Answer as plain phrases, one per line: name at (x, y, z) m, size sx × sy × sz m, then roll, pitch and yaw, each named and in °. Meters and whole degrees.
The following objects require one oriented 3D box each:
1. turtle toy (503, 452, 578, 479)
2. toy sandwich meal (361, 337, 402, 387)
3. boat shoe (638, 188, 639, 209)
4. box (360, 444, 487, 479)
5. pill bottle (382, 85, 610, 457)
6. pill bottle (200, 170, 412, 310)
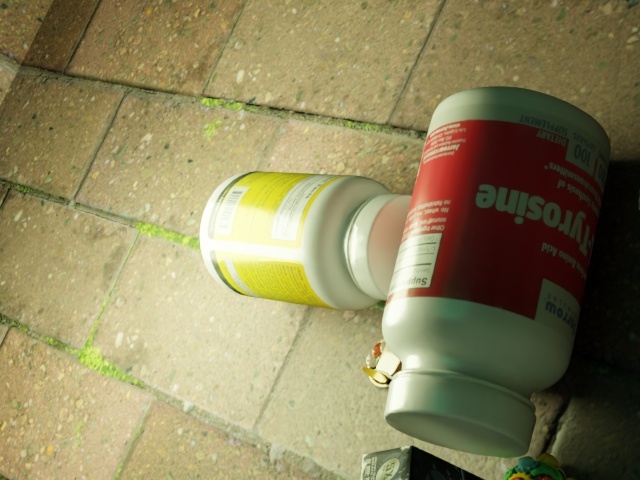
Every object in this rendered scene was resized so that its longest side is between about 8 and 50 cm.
turtle toy at (0.250, 0.300, 1.573) m, size 0.095 × 0.066 × 0.130 m, roll -53°, pitch 40°, yaw 6°
toy sandwich meal at (0.090, 0.160, 1.852) m, size 0.085 × 0.029 × 0.085 m, roll -25°, pitch 50°, yaw 34°
boat shoe at (0.420, -0.036, 1.640) m, size 0.100 × 0.035 × 0.035 m, roll 22°, pitch 110°, yaw 46°
box at (0.128, 0.336, 1.586) m, size 0.077 × 0.180 × 0.147 m, roll -19°, pitch 53°, yaw 39°
pill bottle at (0.205, 0.040, 1.656) m, size 0.229 × 0.229 × 0.408 m, roll -4°, pitch 64°, yaw 44°
pill bottle at (0.000, 0.000, 1.922) m, size 0.334 × 0.188 × 0.188 m, roll 6°, pitch 71°, yaw 47°
